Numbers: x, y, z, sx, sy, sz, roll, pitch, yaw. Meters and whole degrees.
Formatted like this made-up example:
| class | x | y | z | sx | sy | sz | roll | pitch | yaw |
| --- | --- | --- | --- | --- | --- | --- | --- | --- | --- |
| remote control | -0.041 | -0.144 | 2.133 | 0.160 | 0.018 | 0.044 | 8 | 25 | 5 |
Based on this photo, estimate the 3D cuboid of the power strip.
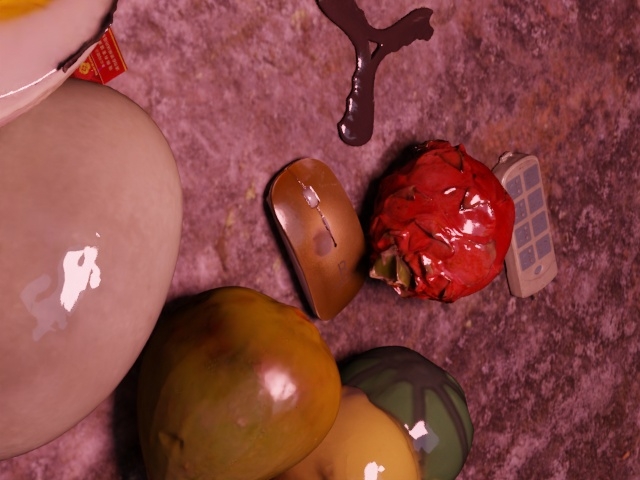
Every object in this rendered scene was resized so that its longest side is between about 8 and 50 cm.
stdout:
| class | x | y | z | sx | sy | sz | roll | pitch | yaw |
| --- | --- | --- | --- | --- | --- | --- | --- | --- | --- |
| power strip | 0.275 | -0.014 | 1.832 | 0.080 | 0.029 | 0.227 | -34 | 122 | -34 |

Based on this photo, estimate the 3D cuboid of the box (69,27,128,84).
| class | x | y | z | sx | sy | sz | roll | pitch | yaw |
| --- | --- | --- | --- | --- | --- | --- | --- | --- | --- |
| box | -0.230 | -0.169 | 1.313 | 0.082 | 0.023 | 0.051 | -39 | 123 | -31 |

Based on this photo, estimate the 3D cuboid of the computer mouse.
| class | x | y | z | sx | sy | sz | roll | pitch | yaw |
| --- | --- | --- | --- | --- | --- | --- | --- | --- | --- |
| computer mouse | 0.001 | 0.001 | 1.563 | 0.102 | 0.045 | 0.199 | -42 | 126 | -32 |

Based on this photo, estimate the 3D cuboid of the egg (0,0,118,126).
| class | x | y | z | sx | sy | sz | roll | pitch | yaw |
| --- | --- | --- | --- | --- | --- | --- | --- | --- | --- |
| egg | -0.333 | -0.191 | 1.071 | 0.337 | 0.201 | 0.337 | 9 | 59 | -15 |

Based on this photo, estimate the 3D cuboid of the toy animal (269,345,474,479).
| class | x | y | z | sx | sy | sz | roll | pitch | yaw |
| --- | --- | --- | --- | --- | --- | --- | --- | --- | --- |
| toy animal | 0.045 | 0.249 | 1.541 | 0.338 | 0.216 | 0.191 | -42 | 149 | -37 |

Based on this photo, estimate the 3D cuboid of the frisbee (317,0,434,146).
| class | x | y | z | sx | sy | sz | roll | pitch | yaw |
| --- | --- | --- | --- | --- | --- | --- | --- | --- | --- |
| frisbee | 0.071 | -0.235 | 1.595 | 0.187 | 0.012 | 0.211 | -33 | 120 | -35 |

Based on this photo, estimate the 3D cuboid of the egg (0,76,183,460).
| class | x | y | z | sx | sy | sz | roll | pitch | yaw |
| --- | --- | --- | --- | --- | --- | --- | --- | --- | --- |
| egg | -0.258 | 0.023 | 1.170 | 0.258 | 0.258 | 0.352 | 37 | 76 | -42 |

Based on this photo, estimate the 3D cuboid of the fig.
| class | x | y | z | sx | sy | sz | roll | pitch | yaw |
| --- | --- | --- | --- | --- | --- | --- | --- | --- | --- |
| fig | -0.098 | 0.156 | 1.412 | 0.230 | 0.207 | 0.207 | -27 | 124 | 2 |

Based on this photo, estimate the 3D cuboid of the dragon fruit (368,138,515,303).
| class | x | y | z | sx | sy | sz | roll | pitch | yaw |
| --- | --- | --- | --- | --- | --- | --- | --- | --- | --- |
| dragon fruit | 0.142 | -0.018 | 1.600 | 0.172 | 0.172 | 0.209 | 45 | 57 | -40 |
